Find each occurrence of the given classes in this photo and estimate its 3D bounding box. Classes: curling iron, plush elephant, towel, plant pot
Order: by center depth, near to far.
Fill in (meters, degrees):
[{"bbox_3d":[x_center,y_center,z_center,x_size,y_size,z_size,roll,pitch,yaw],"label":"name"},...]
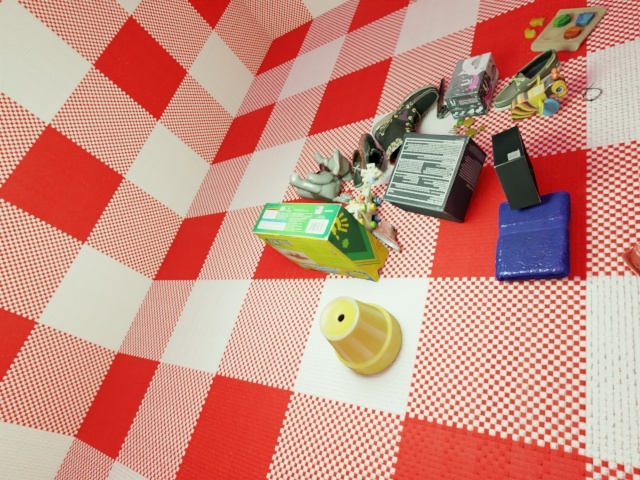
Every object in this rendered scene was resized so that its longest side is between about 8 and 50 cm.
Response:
[{"bbox_3d":[0.703,-0.007,1.375,0.227,0.076,0.308,-10,52,43],"label":"towel"},{"bbox_3d":[0.128,0.321,1.490,0.254,0.239,0.254,-22,47,26],"label":"plant pot"},{"bbox_3d":[0.597,-0.693,2.028,0.068,0.035,0.274,-11,53,30],"label":"curling iron"},{"bbox_3d":[0.036,-0.334,2.076,0.329,0.272,0.256,15,82,16],"label":"plush elephant"}]

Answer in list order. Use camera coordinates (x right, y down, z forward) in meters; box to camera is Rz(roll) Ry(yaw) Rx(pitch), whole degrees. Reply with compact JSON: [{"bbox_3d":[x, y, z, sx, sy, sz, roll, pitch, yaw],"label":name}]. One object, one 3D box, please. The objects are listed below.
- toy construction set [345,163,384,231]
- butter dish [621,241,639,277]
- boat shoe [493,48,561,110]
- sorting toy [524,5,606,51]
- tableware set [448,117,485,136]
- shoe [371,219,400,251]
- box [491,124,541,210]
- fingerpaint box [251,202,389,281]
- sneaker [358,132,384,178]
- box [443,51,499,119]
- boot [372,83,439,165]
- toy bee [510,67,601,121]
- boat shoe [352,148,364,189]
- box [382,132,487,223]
[{"bbox_3d":[0.190,-0.169,1.836,0.151,0.215,0.328,2,61,41],"label":"toy construction set"},{"bbox_3d":[0.922,0.034,1.108,0.160,0.118,0.160,-34,42,17],"label":"butter dish"},{"bbox_3d":[0.853,-0.671,1.741,0.305,0.091,0.109,-37,42,13],"label":"boat shoe"},{"bbox_3d":[1.033,-0.930,1.823,0.229,0.041,0.307,-52,41,-5],"label":"sorting toy"},{"bbox_3d":[0.651,-0.496,1.838,0.104,0.024,0.154,-52,39,-9],"label":"tableware set"},{"bbox_3d":[0.291,-0.024,1.750,0.081,0.063,0.178,-52,36,4],"label":"shoe"},{"bbox_3d":[0.675,-0.255,1.444,0.103,0.184,0.261,-21,26,32],"label":"box"},{"bbox_3d":[0.000,0.000,1.751,0.444,0.371,0.163,6,65,45],"label":"fingerpaint box"},{"bbox_3d":[0.249,-0.427,2.024,0.135,0.097,0.276,122,150,-58],"label":"sneaker"},{"bbox_3d":[0.683,-0.694,1.870,0.163,0.142,0.247,4,62,43],"label":"box"},{"bbox_3d":[0.430,-0.542,1.976,0.377,0.138,0.284,-33,42,23],"label":"boot"},{"bbox_3d":[0.874,-0.579,1.600,0.298,0.162,0.195,-30,42,20],"label":"toy bee"},{"bbox_3d":[0.188,-0.357,2.092,0.084,0.079,0.233,-16,52,33],"label":"boat shoe"},{"bbox_3d":[0.447,-0.250,1.652,0.296,0.182,0.294,20,89,46],"label":"box"}]
